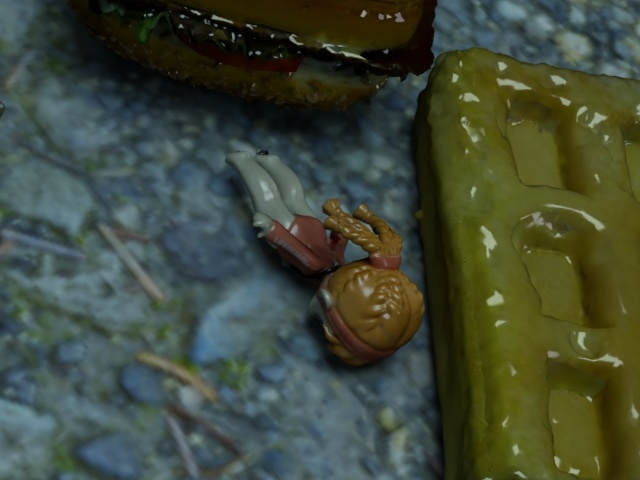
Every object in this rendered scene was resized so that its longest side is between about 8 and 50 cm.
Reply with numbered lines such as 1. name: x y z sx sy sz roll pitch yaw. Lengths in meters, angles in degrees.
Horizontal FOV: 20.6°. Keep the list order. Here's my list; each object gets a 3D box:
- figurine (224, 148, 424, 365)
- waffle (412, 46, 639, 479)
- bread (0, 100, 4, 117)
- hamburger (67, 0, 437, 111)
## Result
1. figurine: 0.000 0.000 0.697 0.064 0.047 0.109 1 44 -50
2. waffle: 0.161 0.032 0.729 0.248 0.055 0.221 10 52 -14
3. bread: -0.224 -0.071 0.573 0.246 0.176 0.195 -24 68 -34
4. hamburger: -0.030 -0.118 0.744 0.166 0.087 0.137 16 50 -12
